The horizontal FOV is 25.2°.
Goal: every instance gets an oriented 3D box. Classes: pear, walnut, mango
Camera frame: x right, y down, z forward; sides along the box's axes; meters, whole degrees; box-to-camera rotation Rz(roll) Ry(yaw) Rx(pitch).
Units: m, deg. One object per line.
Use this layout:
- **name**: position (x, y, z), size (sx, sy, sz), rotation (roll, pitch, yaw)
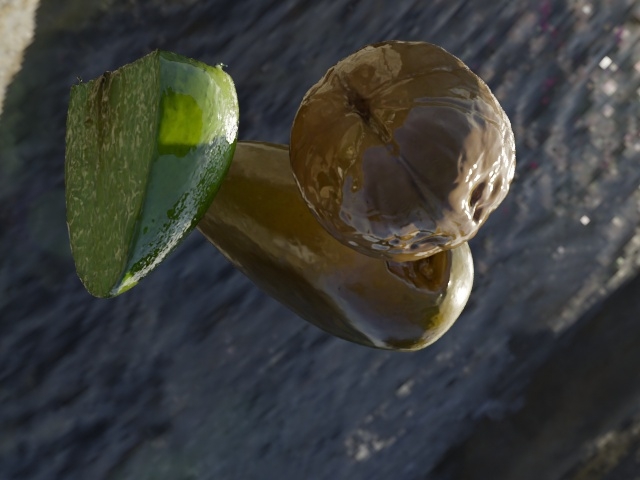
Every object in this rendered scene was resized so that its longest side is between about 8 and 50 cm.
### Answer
- **pear**: position (-0.169, -0.053, 1.446), size (0.139, 0.288, 0.239), rotation (14, 82, -26)
- **walnut**: position (0.075, -0.077, 1.270), size (0.193, 0.193, 0.226), rotation (-48, 150, 12)
- **mango**: position (0.000, 0.000, 1.657), size (0.253, 0.365, 0.182), rotation (99, 14, -71)
